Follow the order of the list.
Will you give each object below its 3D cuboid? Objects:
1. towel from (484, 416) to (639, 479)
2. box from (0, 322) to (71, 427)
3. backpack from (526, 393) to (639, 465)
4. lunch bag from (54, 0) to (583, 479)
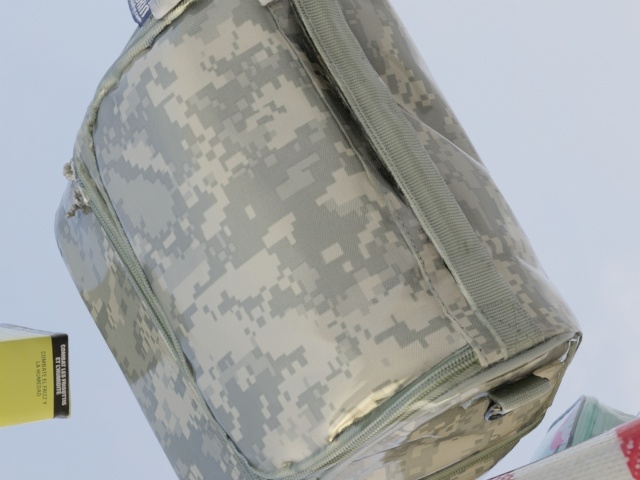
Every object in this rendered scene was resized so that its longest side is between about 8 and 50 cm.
[{"bbox_3d":[0.178,0.096,0.367,0.037,0.329,0.237,-98,-18,-65],"label":"towel"},{"bbox_3d":[-0.269,0.091,1.048,0.232,0.087,0.058,-5,-84,-41],"label":"box"},{"bbox_3d":[0.212,0.195,1.103,0.191,0.225,0.253,30,-105,6],"label":"backpack"},{"bbox_3d":[0.000,0.000,0.980,0.212,0.256,0.305,-19,-110,-29],"label":"lunch bag"}]
